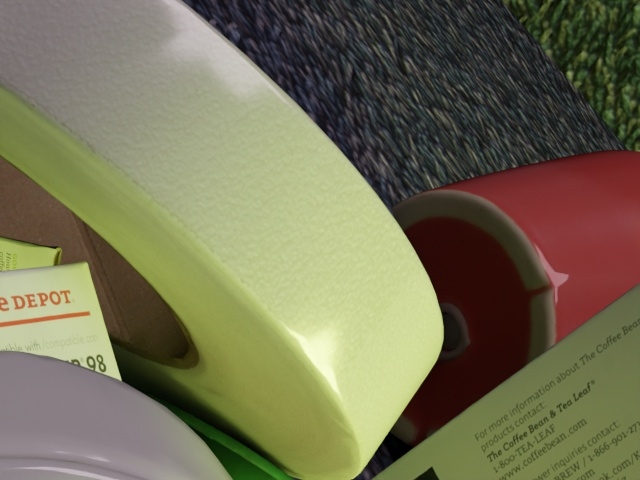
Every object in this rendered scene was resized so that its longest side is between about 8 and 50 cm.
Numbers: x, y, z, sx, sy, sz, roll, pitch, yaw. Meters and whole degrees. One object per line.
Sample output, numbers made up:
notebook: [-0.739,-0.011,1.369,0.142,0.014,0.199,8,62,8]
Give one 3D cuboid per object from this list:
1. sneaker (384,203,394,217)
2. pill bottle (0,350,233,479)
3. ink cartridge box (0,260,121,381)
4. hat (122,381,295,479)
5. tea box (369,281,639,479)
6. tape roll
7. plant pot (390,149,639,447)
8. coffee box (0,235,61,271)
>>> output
sneaker: [0.000,0.000,1.176,0.104,0.125,0.262,13,44,-58]
pill bottle: [-0.052,0.193,0.308,0.224,0.224,0.392,38,8,-29]
ink cartridge box: [-0.119,0.068,0.566,0.104,0.060,0.180,-6,77,-60]
hat: [-0.094,0.192,0.833,0.208,0.183,0.173,13,-26,47]
tea box: [0.204,0.193,1.003,0.323,0.329,0.220,7,48,-59]
tape roll: [-0.123,-0.030,0.747,0.392,0.072,0.392,33,-18,12]
plant pot: [0.164,0.060,1.257,0.243,0.275,0.275,-1,55,-49]
coffee box: [-0.234,0.034,0.619,0.246,0.141,0.098,15,75,-55]
